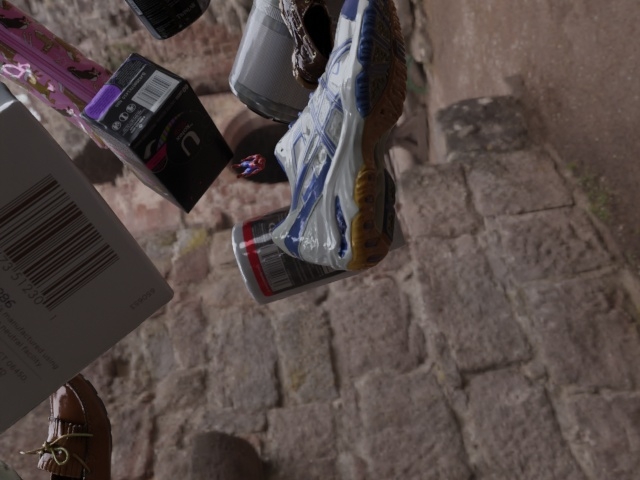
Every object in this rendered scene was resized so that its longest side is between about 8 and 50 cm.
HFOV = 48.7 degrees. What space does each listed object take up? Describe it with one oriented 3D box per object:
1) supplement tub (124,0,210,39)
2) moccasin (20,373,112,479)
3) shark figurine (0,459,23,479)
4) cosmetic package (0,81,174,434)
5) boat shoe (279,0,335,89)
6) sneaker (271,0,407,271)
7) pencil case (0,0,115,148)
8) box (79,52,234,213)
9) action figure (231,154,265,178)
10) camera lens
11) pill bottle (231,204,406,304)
[{"bbox_3d":[-0.264,-0.413,1.073,0.190,0.117,0.117,53,-164,-34],"label":"supplement tub"},{"bbox_3d":[-0.525,0.455,1.474,0.147,0.139,0.380,-16,-67,-56],"label":"moccasin"},{"bbox_3d":[-0.563,0.544,1.266,0.116,0.166,0.278,124,155,-52],"label":"shark figurine"},{"bbox_3d":[-0.469,0.007,1.004,0.329,0.327,0.393,57,167,-27],"label":"cosmetic package"},{"bbox_3d":[-0.013,-0.334,1.082,0.073,0.073,0.207,-47,50,55],"label":"boat shoe"},{"bbox_3d":[0.010,-0.120,0.731,0.112,0.130,0.297,16,-100,-59],"label":"sneaker"},{"bbox_3d":[-0.558,-0.355,1.447,0.167,0.386,0.160,-43,18,42],"label":"pencil case"},{"bbox_3d":[-0.305,-0.201,1.372,0.143,0.165,0.270,31,167,24],"label":"box"},{"bbox_3d":[-0.148,-0.156,1.489,0.115,0.030,0.038,-14,97,52],"label":"action figure"},{"bbox_3d":[-0.045,-0.379,1.394,0.219,0.219,0.274,-100,30,-61],"label":"camera lens"},{"bbox_3d":[0.000,0.000,1.405,0.176,0.318,0.176,-18,-90,-85],"label":"pill bottle"}]
